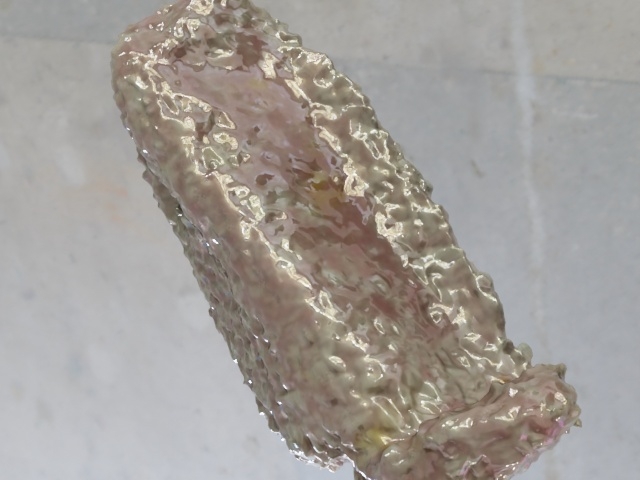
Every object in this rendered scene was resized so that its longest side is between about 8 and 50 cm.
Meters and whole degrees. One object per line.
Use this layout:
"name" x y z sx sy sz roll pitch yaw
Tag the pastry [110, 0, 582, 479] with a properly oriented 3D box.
"pastry" 0.001 0.010 0.570 0.265 0.102 0.112 56 159 29
